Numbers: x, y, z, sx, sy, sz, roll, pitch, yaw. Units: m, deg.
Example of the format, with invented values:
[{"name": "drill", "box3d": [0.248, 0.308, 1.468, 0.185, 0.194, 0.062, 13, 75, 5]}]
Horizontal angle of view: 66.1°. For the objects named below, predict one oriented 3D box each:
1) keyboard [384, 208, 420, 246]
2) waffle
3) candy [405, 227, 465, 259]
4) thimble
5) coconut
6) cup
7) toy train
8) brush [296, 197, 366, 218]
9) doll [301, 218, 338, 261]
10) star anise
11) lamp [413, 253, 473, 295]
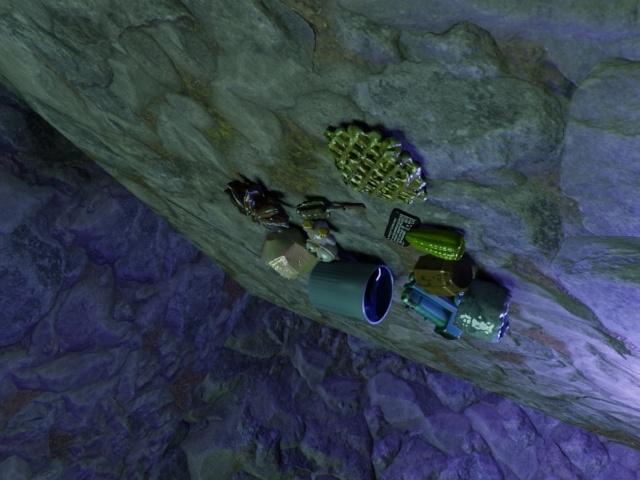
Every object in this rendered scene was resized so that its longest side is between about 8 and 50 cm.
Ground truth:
[{"name": "keyboard", "box3d": [0.282, -0.039, 1.732, 0.106, 0.016, 0.262, 25, 162, 9]}, {"name": "waffle", "box3d": [0.152, -0.204, 1.385, 0.297, 0.073, 0.317, 15, 158, 37]}, {"name": "candy", "box3d": [0.369, 0.002, 1.605, 0.209, 0.097, 0.097, 16, 159, 39]}, {"name": "thimble", "box3d": [0.592, 0.250, 1.759, 0.172, 0.205, 0.250, 18, -176, 25]}, {"name": "coconut", "box3d": [-0.158, 0.051, 2.294, 0.245, 0.233, 0.233, 37, 160, -35]}, {"name": "cup", "box3d": [0.148, 0.199, 2.232, 0.311, 0.331, 0.257, 7, 124, 36]}, {"name": "toy train", "box3d": [0.462, 0.254, 1.983, 0.298, 0.194, 0.120, 32, 163, -11]}, {"name": "brush", "box3d": [0.041, -0.120, 1.815, 0.301, 0.071, 0.084, -2, 162, 42]}, {"name": "doll", "box3d": [0.001, -0.001, 2.127, 0.160, 0.094, 0.365, 27, 162, 13]}, {"name": "star anise", "box3d": [-0.260, -0.148, 2.076, 0.331, 0.118, 0.332, 34, 163, 12]}, {"name": "lamp", "box3d": [0.429, 0.115, 1.727, 0.161, 0.161, 0.185, 38, 157, -27]}]
